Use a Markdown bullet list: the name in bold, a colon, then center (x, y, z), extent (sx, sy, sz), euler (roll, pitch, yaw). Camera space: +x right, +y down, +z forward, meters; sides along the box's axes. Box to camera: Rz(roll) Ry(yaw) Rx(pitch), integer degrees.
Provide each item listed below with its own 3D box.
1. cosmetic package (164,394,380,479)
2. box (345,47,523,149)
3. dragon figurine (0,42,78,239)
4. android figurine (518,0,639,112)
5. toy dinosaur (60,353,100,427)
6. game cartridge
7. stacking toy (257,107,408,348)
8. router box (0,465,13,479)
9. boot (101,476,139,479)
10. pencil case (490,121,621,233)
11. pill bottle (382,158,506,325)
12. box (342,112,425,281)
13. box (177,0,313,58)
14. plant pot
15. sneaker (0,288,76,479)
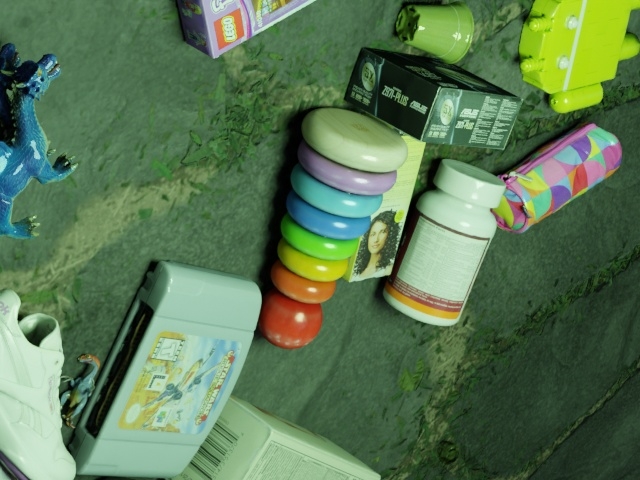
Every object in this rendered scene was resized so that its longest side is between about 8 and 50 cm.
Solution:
- **cosmetic package**: center (-0.065, 0.334, 2.039), extent (0.153, 0.129, 0.296), euler (-57, 141, -2)
- **box**: center (0.150, -0.186, 1.892), extent (0.180, 0.147, 0.077), euler (1, 115, -46)
- **dragon figurine**: center (-0.351, -0.067, 1.500), extent (0.289, 0.085, 0.144), euler (-56, 141, -2)
- **android figurine**: center (0.390, -0.310, 2.134), extent (0.273, 0.056, 0.248), euler (-16, 126, -41)
- **toy dinosaur**: center (-0.301, 0.181, 1.777), extent (0.082, 0.047, 0.090), euler (-53, 175, -18)
- **game cartridge**: center (-0.193, 0.174, 1.859), extent (0.198, 0.062, 0.297), euler (15, 104, -45)
- **stacking toy**: center (0.000, 0.000, 1.883), extent (0.141, 0.141, 0.330), euler (-5, 123, -44)
- **router box**: center (-0.530, 0.264, 1.543), extent (0.301, 0.082, 0.335), euler (-42, 139, -17)
- **boot**: center (-0.182, 0.461, 1.906), extent (0.096, 0.264, 0.280), euler (-67, 162, -53)
- **pencil case**: center (0.356, -0.099, 2.209), extent (0.236, 0.104, 0.104), euler (-31, 135, -30)
- **pill bottle**: center (0.181, 0.002, 2.074), extent (0.121, 0.121, 0.221), euler (4, 112, -47)
- **box**: center (0.077, -0.060, 1.974), extent (0.087, 0.058, 0.232), euler (-10, 122, -42)
- **box**: center (-0.082, -0.374, 1.593), extent (0.201, 0.057, 0.293), euler (-34, 136, -27)
- **plant pot**: center (0.144, -0.278, 1.888), extent (0.079, 0.083, 0.083), euler (4, 113, -34)
- **sneaker**: center (-0.336, 0.179, 1.661), extent (0.152, 0.114, 0.305), euler (-41, 139, -17)
